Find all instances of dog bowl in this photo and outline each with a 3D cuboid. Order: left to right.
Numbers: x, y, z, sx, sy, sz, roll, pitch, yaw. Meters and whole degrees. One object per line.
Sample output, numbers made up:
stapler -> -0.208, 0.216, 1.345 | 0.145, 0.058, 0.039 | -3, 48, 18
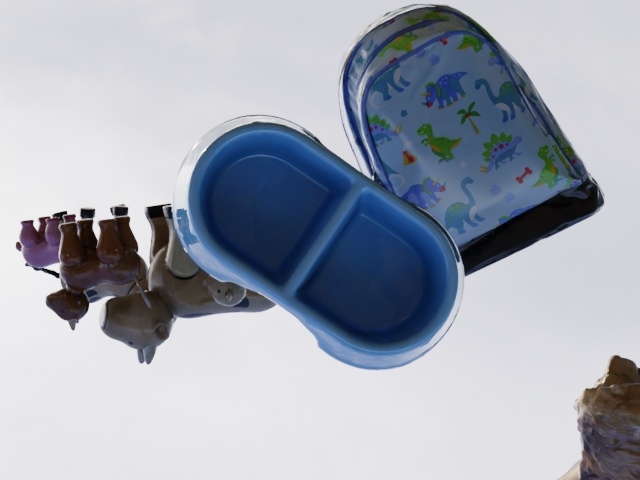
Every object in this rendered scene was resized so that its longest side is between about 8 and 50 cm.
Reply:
dog bowl -> 0.000, 0.000, 1.617 | 0.297, 0.166, 0.074 | 34, 176, -1

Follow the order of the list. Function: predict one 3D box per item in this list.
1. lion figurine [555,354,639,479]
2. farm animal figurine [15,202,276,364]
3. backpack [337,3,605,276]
lion figurine -> 0.360, 0.313, 2.267 | 0.240, 0.392, 0.142 | 6, -136, -31
farm animal figurine -> -0.175, 0.045, 1.974 | 0.327, 0.172, 0.330 | -8, -175, -5
backpack -> 0.169, -0.138, 2.273 | 0.355, 0.290, 0.273 | 65, -172, 1
